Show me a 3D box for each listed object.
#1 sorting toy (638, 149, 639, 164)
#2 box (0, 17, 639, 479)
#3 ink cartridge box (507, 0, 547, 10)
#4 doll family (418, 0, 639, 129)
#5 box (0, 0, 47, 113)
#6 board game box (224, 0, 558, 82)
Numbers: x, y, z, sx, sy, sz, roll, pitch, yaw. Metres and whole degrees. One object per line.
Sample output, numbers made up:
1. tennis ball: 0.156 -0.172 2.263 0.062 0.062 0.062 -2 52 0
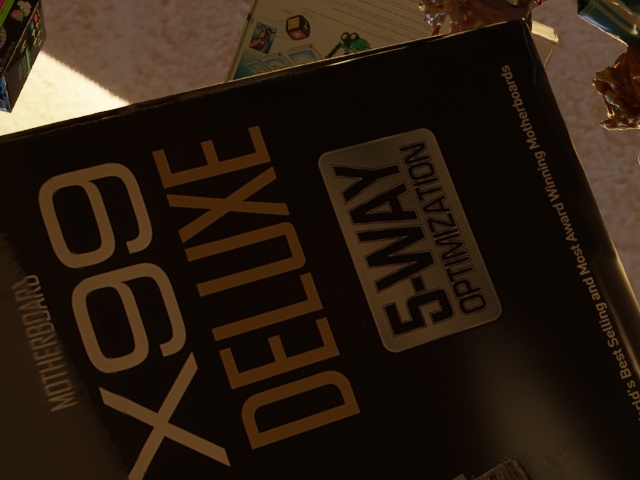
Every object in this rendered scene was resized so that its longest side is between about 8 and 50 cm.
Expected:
1. sorting toy: 0.225 0.062 0.636 0.038 0.208 0.193 -28 -67 24
2. box: 0.000 0.105 0.374 0.076 0.242 0.307 135 -63 -66
3. ink cartridge box: 0.171 -0.313 0.855 0.308 0.091 0.385 -36 -132 10
4. doll family: 0.160 -0.135 0.579 0.118 0.263 0.163 1 -84 47
5. box: -0.256 -0.151 0.960 0.062 0.083 0.052 14 -31 2
6. board game box: 0.067 -0.183 1.296 0.305 0.053 0.193 20 -62 -6
